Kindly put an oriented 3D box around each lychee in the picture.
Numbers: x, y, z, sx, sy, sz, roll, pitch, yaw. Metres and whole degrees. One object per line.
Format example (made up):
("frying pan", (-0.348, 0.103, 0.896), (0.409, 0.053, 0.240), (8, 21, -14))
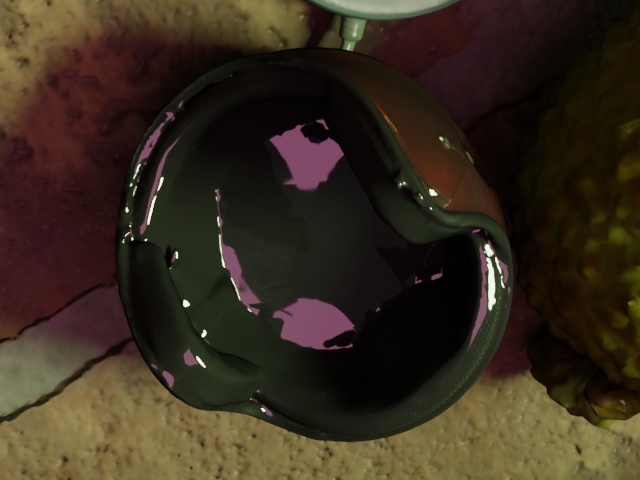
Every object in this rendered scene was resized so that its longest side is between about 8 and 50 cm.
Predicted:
("lychee", (0.233, -0.018, 0.859), (0.270, 0.270, 0.320), (14, 102, -18))

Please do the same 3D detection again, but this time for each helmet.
("helmet", (0.000, 0.000, 0.839), (0.189, 0.193, 0.216), (-37, 101, 16))

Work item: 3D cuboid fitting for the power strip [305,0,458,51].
("power strip", (0.048, -0.188, 0.864), (0.137, 0.044, 0.216), (30, 100, -22))
